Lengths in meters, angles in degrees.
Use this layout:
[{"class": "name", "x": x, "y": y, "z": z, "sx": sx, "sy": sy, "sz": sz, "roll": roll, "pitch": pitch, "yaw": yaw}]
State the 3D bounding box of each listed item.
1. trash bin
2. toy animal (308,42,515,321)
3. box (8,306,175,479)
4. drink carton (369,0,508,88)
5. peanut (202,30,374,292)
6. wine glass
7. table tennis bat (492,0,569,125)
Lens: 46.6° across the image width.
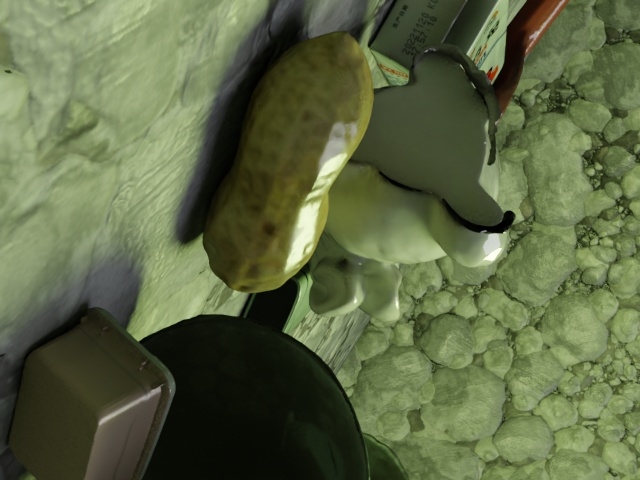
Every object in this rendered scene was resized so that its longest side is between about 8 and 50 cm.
[{"class": "trash bin", "x": -0.041, "y": 0.068, "z": 0.967, "sx": 0.116, "sy": 0.059, "sz": 0.130, "roll": -64, "pitch": 169, "yaw": 24}, {"class": "toy animal", "x": 0.064, "y": -0.025, "z": 0.795, "sx": 0.357, "sy": 0.193, "sz": 0.258, "roll": 105, "pitch": -25, "yaw": -60}, {"class": "box", "x": -0.159, "y": 0.119, "z": 0.504, "sx": 0.062, "sy": 0.089, "sz": 0.122, "roll": -27, "pitch": 148, "yaw": -51}, {"class": "drink carton", "x": 0.151, "y": -0.225, "z": 0.908, "sx": 0.131, "sy": 0.106, "sz": 0.315, "roll": -61, "pitch": 168, "yaw": 6}, {"class": "peanut", "x": -0.027, "y": -0.056, "z": 0.589, "sx": 0.229, "sy": 0.098, "sz": 0.103, "roll": -64, "pitch": -150, "yaw": 30}, {"class": "wine glass", "x": -0.033, "y": 0.254, "z": 0.719, "sx": 0.267, "sy": 0.267, "sz": 0.406, "roll": -57, "pitch": 154, "yaw": -9}, {"class": "table tennis bat", "x": 0.238, "y": -0.226, "z": 1.140, "sx": 0.415, "sy": 0.051, "sz": 0.268, "roll": -53, "pitch": -163, "yaw": 23}]
